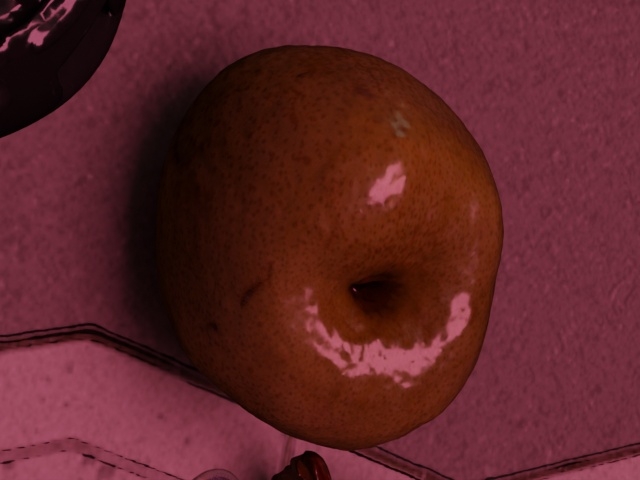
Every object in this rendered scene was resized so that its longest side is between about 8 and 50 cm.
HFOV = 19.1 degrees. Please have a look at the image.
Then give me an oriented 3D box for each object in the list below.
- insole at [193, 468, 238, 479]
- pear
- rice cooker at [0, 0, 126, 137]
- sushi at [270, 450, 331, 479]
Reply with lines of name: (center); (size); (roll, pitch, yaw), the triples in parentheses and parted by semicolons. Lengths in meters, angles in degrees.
insole: (-0.094, 0.234, 1.172); (0.065, 0.004, 0.197); (31, 75, -38)
pear: (0.000, 0.000, 1.105); (0.188, 0.211, 0.228); (0, 108, -22)
rice cooker: (-0.220, -0.152, 0.882); (0.267, 0.224, 0.267); (-7, 100, -41)
sushi: (0.058, 0.278, 1.205); (0.343, 0.196, 0.182); (56, 42, -35)
